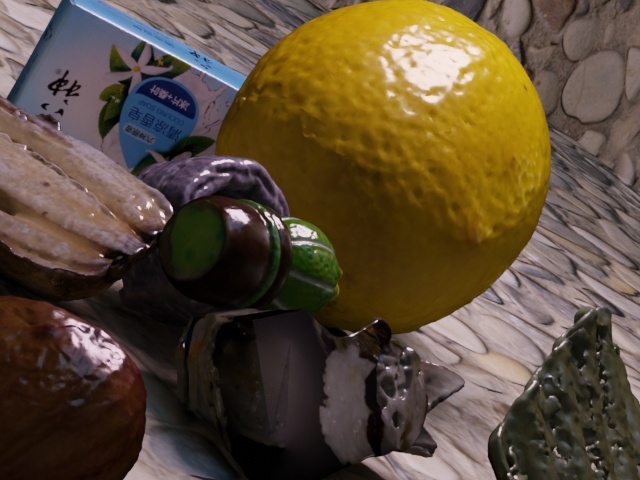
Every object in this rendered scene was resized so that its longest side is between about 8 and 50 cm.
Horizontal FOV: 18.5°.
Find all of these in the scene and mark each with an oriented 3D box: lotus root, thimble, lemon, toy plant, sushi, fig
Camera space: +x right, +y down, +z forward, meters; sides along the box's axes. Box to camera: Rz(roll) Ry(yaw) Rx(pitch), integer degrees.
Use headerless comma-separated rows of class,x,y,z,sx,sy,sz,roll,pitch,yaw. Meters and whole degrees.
lotus root,-0.276,-0.046,1.581,0.329,0.078,0.167,34,36,25
thimble,-0.098,0.003,1.641,0.098,0.150,0.150,-3,-13,41
lemon,0.059,-0.068,1.866,0.336,0.336,0.336,29,13,-8
toy plant,-0.048,0.019,1.551,0.162,0.093,0.093,21,16,-49
sushi,-0.005,0.113,1.549,0.109,0.134,0.273,2,4,38
fig,-0.189,0.123,1.131,0.146,0.134,0.201,6,30,17

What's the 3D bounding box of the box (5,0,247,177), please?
box,-0.183,-0.135,1.974,0.232,0.142,0.083,27,14,-20

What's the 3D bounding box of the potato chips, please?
potato chips,0.285,0.235,1.533,0.389,0.097,0.373,54,22,4
